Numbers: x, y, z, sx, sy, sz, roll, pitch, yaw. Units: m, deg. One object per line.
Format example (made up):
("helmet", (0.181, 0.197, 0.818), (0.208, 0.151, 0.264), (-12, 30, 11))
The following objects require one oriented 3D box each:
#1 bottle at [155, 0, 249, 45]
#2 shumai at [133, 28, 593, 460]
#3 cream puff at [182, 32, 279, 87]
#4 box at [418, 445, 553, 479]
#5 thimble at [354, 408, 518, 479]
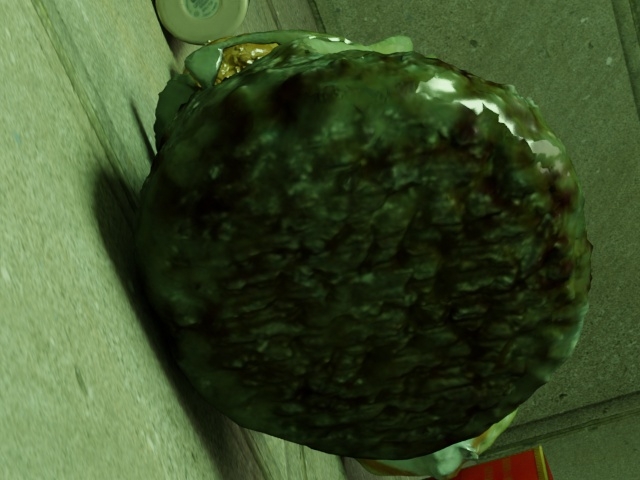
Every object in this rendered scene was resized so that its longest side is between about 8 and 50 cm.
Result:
("bottle", (-0.124, -0.285, 1.801), (0.209, 0.097, 0.110), (-90, 162, -70))
("shumai", (0.032, -0.042, 1.395), (0.348, 0.395, 0.395), (-94, 166, -55))
("cream puff", (-0.074, -0.144, 1.694), (0.144, 0.126, 0.103), (12, 23, -46))
("box", (0.177, 0.340, 2.079), (0.153, 0.240, 0.074), (-81, 153, -75))
("thimble", (0.127, 0.159, 2.071), (0.288, 0.254, 0.167), (-86, 159, -53))
